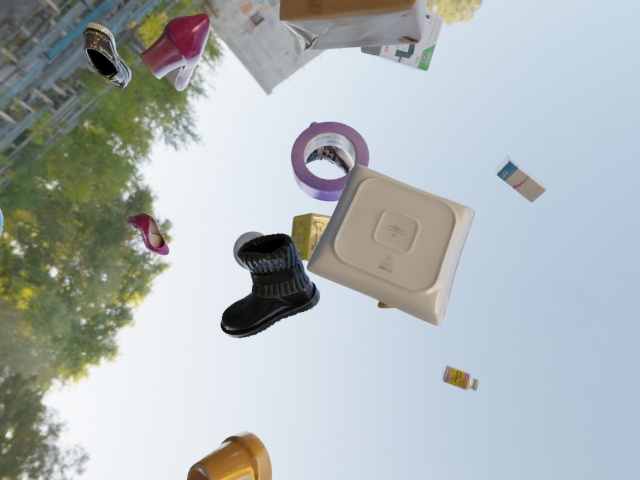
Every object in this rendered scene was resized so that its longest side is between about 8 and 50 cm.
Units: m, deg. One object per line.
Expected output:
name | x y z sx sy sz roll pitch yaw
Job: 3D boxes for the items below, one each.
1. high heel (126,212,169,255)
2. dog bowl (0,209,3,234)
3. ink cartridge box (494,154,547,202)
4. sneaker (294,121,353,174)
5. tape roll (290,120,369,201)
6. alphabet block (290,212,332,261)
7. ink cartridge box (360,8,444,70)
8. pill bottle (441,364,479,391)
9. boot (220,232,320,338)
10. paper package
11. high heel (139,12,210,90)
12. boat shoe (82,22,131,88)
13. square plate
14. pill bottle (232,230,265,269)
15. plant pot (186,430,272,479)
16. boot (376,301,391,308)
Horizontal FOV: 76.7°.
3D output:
high heel | -0.658 -0.019 1.627 0.117 0.244 0.082 -1 -134 24
dog bowl | -0.880 -0.004 0.975 0.297 0.073 0.166 -106 -148 -62
ink cartridge box | 0.536 -0.166 1.088 0.052 0.122 0.088 -53 177 29
sneaker | 0.010 -0.350 1.691 0.153 0.269 0.101 -43 -165 -5
tape roll | 0.033 -0.280 1.433 0.274 0.090 0.275 0 -108 1
alphabet block | 0.000 0.000 1.662 0.192 0.196 0.194 -6 -103 62
ink cartridge box | 0.230 -0.579 1.137 0.087 0.208 0.153 40 -56 45
pill bottle | 0.344 0.341 0.996 0.083 0.043 0.044 18 -117 12
boot | -0.193 0.133 1.201 0.347 0.260 0.131 -25 -141 6
paper package | 0.079 -0.611 0.873 0.308 0.168 0.326 4 -86 17
high heel | -0.350 -0.498 1.071 0.181 0.127 0.377 -34 -154 2
boat shoe | -0.568 -0.469 1.072 0.228 0.081 0.069 126 -28 -74
square plate | 0.187 -0.012 1.008 0.346 0.049 0.344 22 -115 8
pill bottle | -0.239 0.033 1.415 0.131 0.131 0.229 -49 -171 -7
plant pot | -0.280 0.697 1.196 0.205 0.187 0.206 -6 -100 38
boot | 0.263 0.075 1.273 0.294 0.212 0.104 -21 -167 -40
